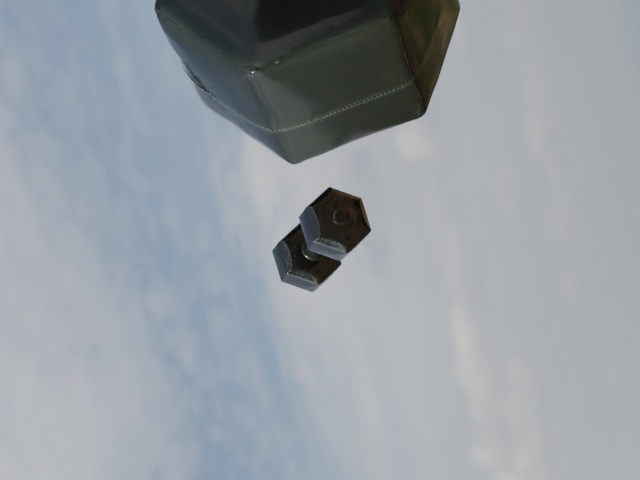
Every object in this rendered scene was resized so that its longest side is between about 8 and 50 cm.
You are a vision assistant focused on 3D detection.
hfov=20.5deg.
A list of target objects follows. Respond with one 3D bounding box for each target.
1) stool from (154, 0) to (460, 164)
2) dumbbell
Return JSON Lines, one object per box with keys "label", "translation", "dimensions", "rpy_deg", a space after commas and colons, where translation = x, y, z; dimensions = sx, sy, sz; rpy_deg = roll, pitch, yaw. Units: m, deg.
{"label": "stool", "translation": [-0.008, -0.183, 1.404], "dimensions": [0.141, 0.232, 0.232], "rpy_deg": [66, -164, -50]}
{"label": "dumbbell", "translation": [0.000, 0.000, 1.008], "dimensions": [0.083, 0.036, 0.040], "rpy_deg": [130, 127, -65]}
